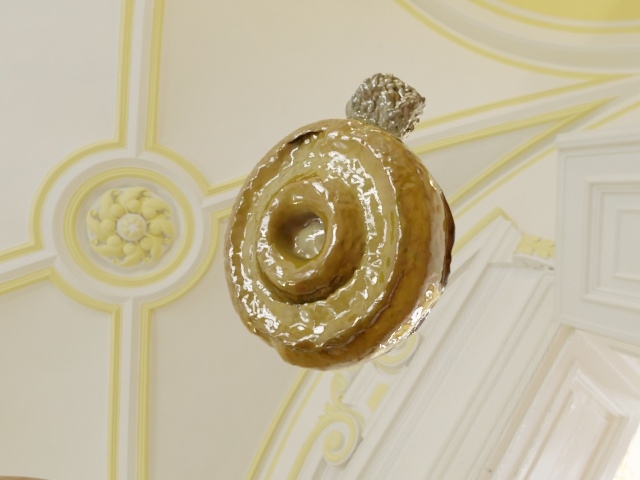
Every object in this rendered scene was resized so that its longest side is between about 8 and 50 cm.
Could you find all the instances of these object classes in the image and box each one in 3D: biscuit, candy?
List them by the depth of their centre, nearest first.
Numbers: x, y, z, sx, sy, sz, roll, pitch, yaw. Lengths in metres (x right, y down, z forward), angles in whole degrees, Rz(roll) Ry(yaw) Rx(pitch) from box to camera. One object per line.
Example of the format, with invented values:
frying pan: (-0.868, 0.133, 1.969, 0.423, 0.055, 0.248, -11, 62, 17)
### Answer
biscuit: (0.000, 0.000, 0.532, 0.102, 0.297, 0.296, 17, -92, -55)
candy: (0.099, -0.199, 0.691, 0.085, 0.095, 0.110, -26, -113, -43)

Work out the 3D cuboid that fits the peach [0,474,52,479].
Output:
peach: (-0.242, 0.324, 0.314, 0.333, 0.308, 0.307, 25, -96, -22)
